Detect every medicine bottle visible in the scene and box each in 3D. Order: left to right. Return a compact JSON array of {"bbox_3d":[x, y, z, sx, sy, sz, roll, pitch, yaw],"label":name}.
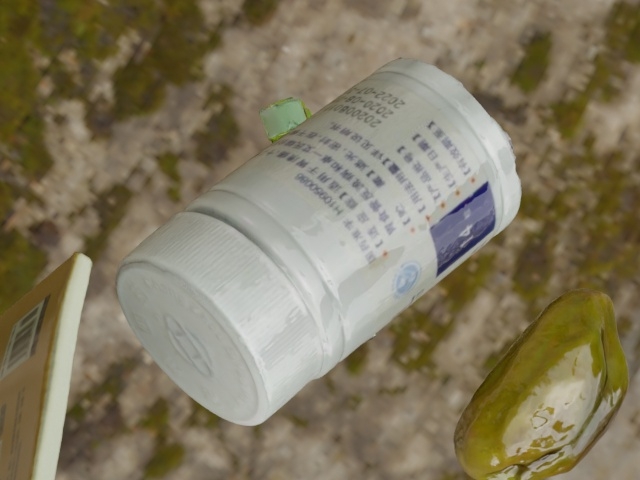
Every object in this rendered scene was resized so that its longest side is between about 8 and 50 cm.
[{"bbox_3d":[0.000,0.000,1.648,0.332,0.190,0.190,-37,132,-26],"label":"medicine bottle"}]

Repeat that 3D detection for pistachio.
[{"bbox_3d":[0.188,0.120,1.507,0.189,0.100,0.110,-48,162,-17],"label":"pistachio"}]

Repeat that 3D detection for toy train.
[{"bbox_3d":[0.003,-0.018,1.870,0.053,0.249,0.085,-21,171,9],"label":"toy train"}]

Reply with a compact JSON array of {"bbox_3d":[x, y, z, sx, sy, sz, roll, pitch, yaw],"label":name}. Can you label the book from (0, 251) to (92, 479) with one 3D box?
[{"bbox_3d":[-0.297,0.200,1.390,0.032,0.269,0.389,29,134,-27],"label":"book"}]
